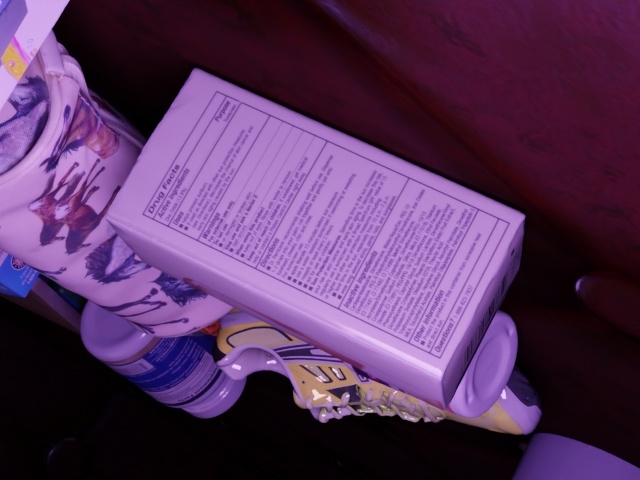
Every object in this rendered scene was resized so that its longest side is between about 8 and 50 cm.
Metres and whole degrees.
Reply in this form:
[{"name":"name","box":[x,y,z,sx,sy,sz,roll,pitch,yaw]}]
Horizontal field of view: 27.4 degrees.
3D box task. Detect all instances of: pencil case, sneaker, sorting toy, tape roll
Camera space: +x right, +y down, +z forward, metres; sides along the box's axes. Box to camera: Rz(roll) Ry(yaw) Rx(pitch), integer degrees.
[{"name":"pencil case","box":[-0.202,-0.047,1.183,0.160,0.183,0.410,61,-172,29]},{"name":"sneaker","box":[0.057,0.143,1.422,0.385,0.147,0.145,19,160,30]},{"name":"sorting toy","box":[-0.522,0.044,2.259,0.257,0.089,0.255,23,164,22]},{"name":"tape roll","box":[0.346,0.321,1.618,0.219,0.072,0.219,27,165,8]}]

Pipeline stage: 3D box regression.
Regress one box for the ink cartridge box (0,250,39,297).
[{"name":"ink cartridge box","box":[-0.440,-0.068,1.594,0.233,0.171,0.168,40,162,-35]}]

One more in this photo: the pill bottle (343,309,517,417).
[{"name":"pill bottle","box":[0.085,0.093,1.283,0.193,0.108,0.108,19,162,34]}]

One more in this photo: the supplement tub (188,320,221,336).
[{"name":"supplement tub","box":[-0.180,0.048,1.601,0.190,0.117,0.117,18,161,37]}]

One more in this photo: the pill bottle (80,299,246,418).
[{"name":"pill bottle","box":[-0.231,0.164,1.997,0.153,0.153,0.264,17,160,39]}]

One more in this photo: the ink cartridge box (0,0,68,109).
[{"name":"ink cartridge box","box":[-0.258,-0.152,0.914,0.093,0.212,0.154,37,163,-28]}]

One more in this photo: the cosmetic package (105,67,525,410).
[{"name":"cosmetic package","box":[0.000,0.000,1.057,0.296,0.153,0.129,27,166,14]}]
